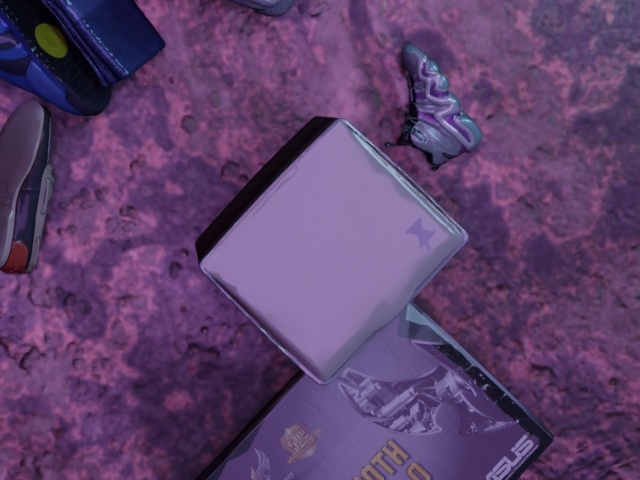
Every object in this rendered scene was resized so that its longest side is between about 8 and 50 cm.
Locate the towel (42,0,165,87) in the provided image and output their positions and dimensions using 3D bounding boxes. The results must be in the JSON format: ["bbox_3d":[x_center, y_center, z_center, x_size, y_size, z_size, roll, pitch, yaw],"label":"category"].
[{"bbox_3d":[-0.177,-0.180,1.455,0.119,0.029,0.067,52,49,-5],"label":"towel"}]

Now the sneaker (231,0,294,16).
[{"bbox_3d":[0.019,-0.274,1.423,0.366,0.137,0.210,5,94,1],"label":"sneaker"}]

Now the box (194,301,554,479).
[{"bbox_3d":[0.041,0.175,1.485,0.183,0.056,0.231,44,89,-5],"label":"box"}]

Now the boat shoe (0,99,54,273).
[{"bbox_3d":[-0.230,-0.041,1.464,0.043,0.049,0.137,12,90,-47],"label":"boat shoe"}]

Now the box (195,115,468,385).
[{"bbox_3d":[0.000,0.000,1.384,0.127,0.232,0.148,44,89,-6],"label":"box"}]

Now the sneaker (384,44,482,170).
[{"bbox_3d":[0.076,-0.100,1.481,0.069,0.038,0.098,-35,94,-2],"label":"sneaker"}]

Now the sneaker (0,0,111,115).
[{"bbox_3d":[-0.256,-0.162,1.452,0.209,0.069,0.082,41,125,-14],"label":"sneaker"}]
